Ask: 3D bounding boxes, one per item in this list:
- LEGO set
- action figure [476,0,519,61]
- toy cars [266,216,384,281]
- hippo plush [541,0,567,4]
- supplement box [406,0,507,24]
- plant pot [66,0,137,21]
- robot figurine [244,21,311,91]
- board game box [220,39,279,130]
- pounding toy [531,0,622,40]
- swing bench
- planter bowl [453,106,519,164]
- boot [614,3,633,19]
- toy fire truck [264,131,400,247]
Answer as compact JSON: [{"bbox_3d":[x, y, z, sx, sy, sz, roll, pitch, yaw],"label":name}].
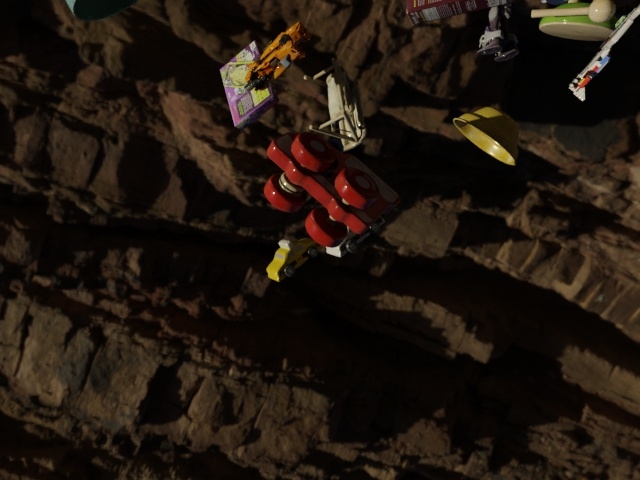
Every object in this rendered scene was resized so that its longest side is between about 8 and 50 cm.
[{"bbox_3d":[0.611,-0.397,1.148,0.060,0.182,0.244,40,-168,7],"label":"LEGO set"},{"bbox_3d":[0.563,-0.723,1.745,0.185,0.099,0.285,14,-106,-41],"label":"action figure"},{"bbox_3d":[0.000,0.000,1.655,0.087,0.394,0.176,60,-161,-22],"label":"toy cars"},{"bbox_3d":[0.781,-0.884,1.763,0.236,0.294,0.234,42,174,-30],"label":"hippo plush"},{"bbox_3d":[0.338,-0.640,1.374,0.239,0.130,0.073,-3,171,23],"label":"supplement box"},{"bbox_3d":[-0.597,-0.765,1.476,0.195,0.290,0.290,56,-151,-10],"label":"plant pot"},{"bbox_3d":[-0.164,-0.638,1.953,0.085,0.291,0.211,34,-130,-29],"label":"robot figurine"},{"bbox_3d":[-0.293,-0.632,2.222,0.056,0.208,0.346,34,-148,-53],"label":"board game box"},{"bbox_3d":[0.608,-0.543,1.268,0.183,0.110,0.237,17,-165,30],"label":"pounding toy"},{"bbox_3d":[0.079,-0.535,2.192,0.255,0.165,0.253,21,-125,-52],"label":"swing bench"},{"bbox_3d":[0.488,-0.312,1.544,0.217,0.090,0.217,36,-172,-6],"label":"planter bowl"},{"bbox_3d":[0.732,-0.582,1.423,0.099,0.045,0.121,-4,-177,-4],"label":"boot"},{"bbox_3d":[0.030,-0.144,1.285,0.302,0.169,0.254,41,-145,5],"label":"toy fire truck"}]
